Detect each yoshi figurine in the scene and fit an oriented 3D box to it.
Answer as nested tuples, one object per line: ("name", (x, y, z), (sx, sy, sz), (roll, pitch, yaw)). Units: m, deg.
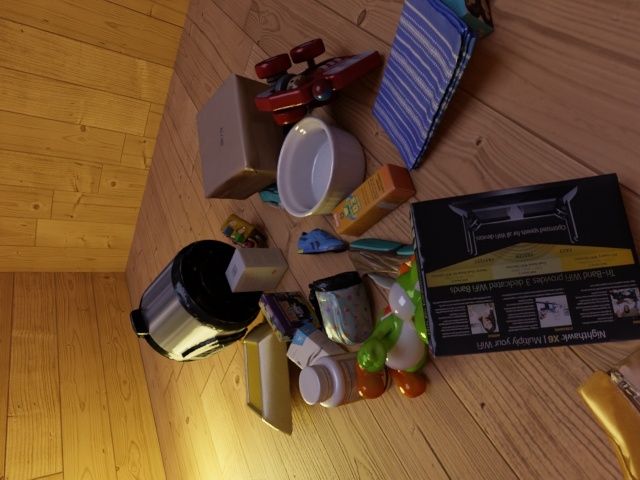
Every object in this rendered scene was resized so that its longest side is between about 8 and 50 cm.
("yoshi figurine", (0.189, 0.198, 0.813), (0.202, 0.203, 0.363), (28, 128, 20))

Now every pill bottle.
("pill bottle", (0.059, 0.333, 0.995), (0.117, 0.214, 0.118), (-6, 82, 53))

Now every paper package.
("paper package", (-0.272, -0.328, 1.379), (0.309, 0.168, 0.326), (-21, 75, 46))

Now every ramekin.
("ramekin", (0.002, -0.201, 1.178), (0.277, 0.135, 0.278), (-5, 84, 54))

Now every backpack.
("backpack", (0.060, 0.181, 1.069), (0.115, 0.151, 0.182), (-10, 91, 62))

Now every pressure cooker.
("pressure cooker", (-0.460, 0.243, 1.542), (0.420, 0.369, 0.376), (-39, 24, 32))

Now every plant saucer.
("plant saucer", (-0.190, 0.444, 1.363), (0.332, 0.080, 0.334), (152, 114, -66))

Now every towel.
("towel", (0.203, -0.352, 0.906), (0.336, 0.040, 0.243), (104, 149, -51))

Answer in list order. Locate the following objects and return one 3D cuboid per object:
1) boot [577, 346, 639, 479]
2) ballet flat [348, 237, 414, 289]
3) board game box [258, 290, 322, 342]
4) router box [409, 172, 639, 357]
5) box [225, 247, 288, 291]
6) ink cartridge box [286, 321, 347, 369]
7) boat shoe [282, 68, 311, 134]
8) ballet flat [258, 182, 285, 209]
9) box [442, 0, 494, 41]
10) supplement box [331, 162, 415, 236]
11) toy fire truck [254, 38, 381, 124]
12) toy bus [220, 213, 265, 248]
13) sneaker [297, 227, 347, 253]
("boot", (0.451, 0.305, 0.584), (0.295, 0.104, 0.211), (-62, 38, 22))
("ballet flat", (0.193, 0.059, 0.939), (0.342, 0.116, 0.124), (-2, 106, 52))
("board game box", (-0.092, 0.229, 1.266), (0.170, 0.140, 0.048), (49, 125, 42))
("router box", (0.310, 0.043, 0.643), (0.308, 0.081, 0.243), (-7, 78, 9))
("box", (-0.221, 0.101, 1.422), (0.130, 0.170, 0.091), (-58, 47, 32))
("ink cartridge box", (0.001, 0.329, 1.150), (0.180, 0.060, 0.104), (35, 117, 24))
("boat shoe", (-0.080, -0.445, 1.339), (0.254, 0.095, 0.079), (-37, 57, 47))
("ballet flat", (-0.135, -0.152, 1.417), (0.247, 0.083, 0.087), (15, 129, 53))
("box", (0.287, -0.541, 0.851), (0.060, 0.100, 0.245), (-19, 73, 51))
("supplement box", (0.128, -0.096, 1.051), (0.233, 0.080, 0.078), (-42, 53, 46))
("toy fire truck", (-0.017, -0.430, 1.104), (0.253, 0.302, 0.170), (19, 138, 50))
("toy bus", (-0.273, -0.020, 1.552), (0.105, 0.202, 0.190), (-58, 28, -12))
("sneaker", (0.000, 0.000, 1.222), (0.209, 0.069, 0.082), (-4, 81, 53))
